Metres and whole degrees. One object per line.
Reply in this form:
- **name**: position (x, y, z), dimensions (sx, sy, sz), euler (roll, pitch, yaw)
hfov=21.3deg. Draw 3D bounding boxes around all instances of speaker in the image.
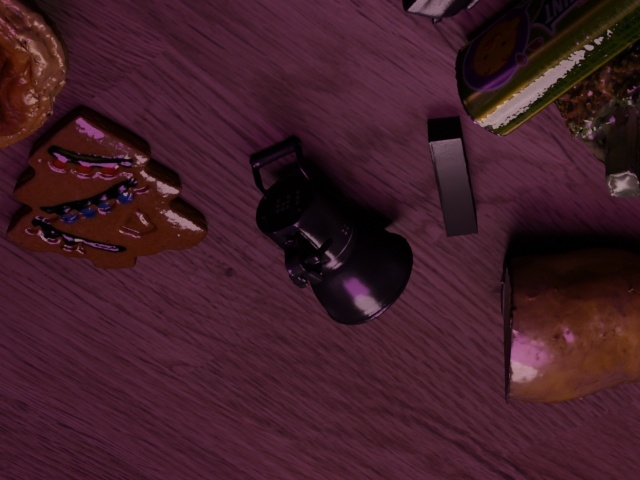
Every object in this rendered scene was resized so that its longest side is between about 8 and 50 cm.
- **speaker**: position (0.175, -0.081, 2.239), dimensions (0.046, 0.040, 0.191), euler (-6, 139, 9)

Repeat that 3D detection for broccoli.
- **broccoli**: position (0.372, -0.139, 2.043), dimensions (0.194, 0.194, 0.220), euler (1, 146, 2)

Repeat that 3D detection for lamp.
- **lamp**: position (0.000, 0.000, 2.249), dimensions (0.147, 0.172, 0.227), euler (-22, 136, 29)

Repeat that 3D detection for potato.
- **potato**: position (0.378, 0.112, 2.345), dimensions (0.266, 0.229, 0.229), euler (-3, 140, 0)

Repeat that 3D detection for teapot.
- **teapot**: position (0.163, -0.309, 1.935), dimensions (0.096, 0.087, 0.177), euler (18, 138, -25)

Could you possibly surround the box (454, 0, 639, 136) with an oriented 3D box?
- **box**: position (0.304, -0.262, 1.945), dimensions (0.097, 0.134, 0.345), euler (30, 134, -29)

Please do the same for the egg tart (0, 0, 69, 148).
- **egg tart**: position (-0.461, -0.237, 2.005), dimensions (0.352, 0.150, 0.352), euler (3, 146, 2)

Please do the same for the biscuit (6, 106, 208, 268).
- **biscuit**: position (-0.304, -0.061, 2.287), dimensions (0.278, 0.043, 0.301), euler (-4, 140, 7)
